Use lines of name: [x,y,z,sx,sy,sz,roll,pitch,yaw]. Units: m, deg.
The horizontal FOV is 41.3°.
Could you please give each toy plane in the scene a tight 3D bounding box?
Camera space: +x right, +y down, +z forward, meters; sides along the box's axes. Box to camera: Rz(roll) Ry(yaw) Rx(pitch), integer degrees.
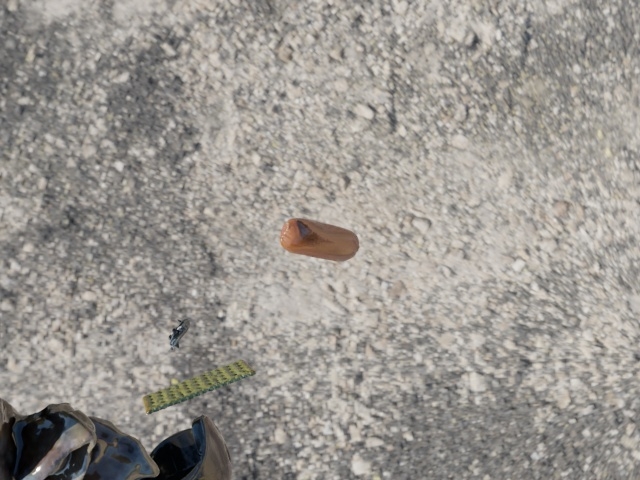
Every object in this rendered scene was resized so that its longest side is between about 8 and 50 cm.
toy plane: [-0.289,0.188,1.728,0.031,0.083,0.078,26,134,-7]

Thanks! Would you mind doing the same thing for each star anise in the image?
star anise: [-0.243,0.165,0.659,0.212,0.197,0.073,-5,68,8]

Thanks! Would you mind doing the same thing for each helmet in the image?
helmet: [-0.265,0.437,1.625,0.189,0.216,0.193,-21,102,2]

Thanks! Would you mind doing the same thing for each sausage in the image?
sausage: [0.000,0.000,1.731,0.077,0.194,0.077,-17,68,48]

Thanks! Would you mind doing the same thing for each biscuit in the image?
biscuit: [-0.252,0.299,1.747,0.231,0.139,0.016,-19,98,-14]
